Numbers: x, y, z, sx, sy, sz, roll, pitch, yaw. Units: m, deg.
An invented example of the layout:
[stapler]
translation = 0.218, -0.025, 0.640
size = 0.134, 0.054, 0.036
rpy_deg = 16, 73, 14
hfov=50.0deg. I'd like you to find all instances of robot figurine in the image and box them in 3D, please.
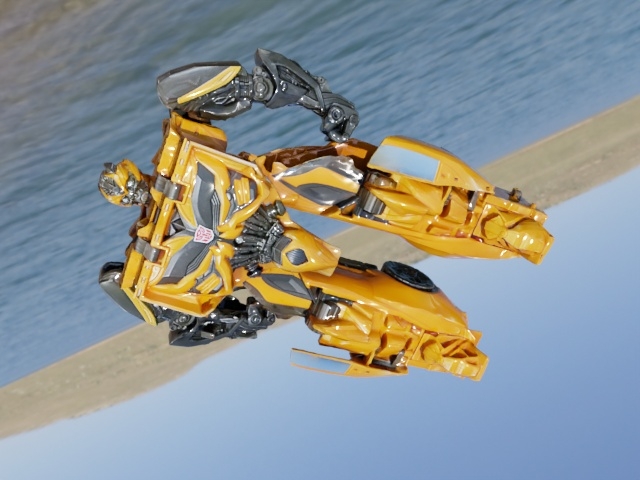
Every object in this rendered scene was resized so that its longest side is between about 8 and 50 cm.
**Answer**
[robot figurine]
translation = 0.000, 0.000, 0.460
size = 0.291, 0.211, 0.085
rpy_deg = 14, -160, -21
